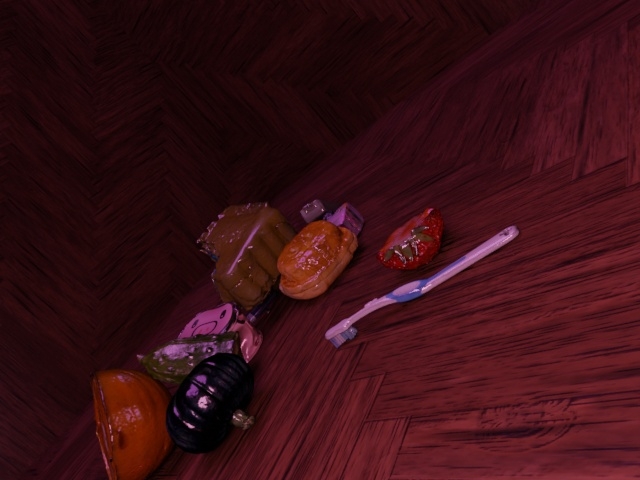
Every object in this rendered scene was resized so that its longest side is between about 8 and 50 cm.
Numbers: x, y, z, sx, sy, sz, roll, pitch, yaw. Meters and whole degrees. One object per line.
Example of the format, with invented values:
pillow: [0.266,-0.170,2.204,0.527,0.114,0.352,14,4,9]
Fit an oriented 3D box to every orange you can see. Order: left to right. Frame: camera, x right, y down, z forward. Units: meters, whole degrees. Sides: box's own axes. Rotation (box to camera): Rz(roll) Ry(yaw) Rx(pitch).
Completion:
orange: [-0.444,0.414,1.054,0.274,0.274,0.310,-44,-13,-8]

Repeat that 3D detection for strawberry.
strawberry: [0.179,0.000,0.919,0.146,0.082,0.187,-30,11,25]

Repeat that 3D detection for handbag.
handbag: [-0.262,0.259,1.235,0.205,0.116,0.179,-23,27,27]

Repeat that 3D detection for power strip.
power strip: [0.013,-0.090,1.550,0.078,0.052,0.272,-36,-10,16]

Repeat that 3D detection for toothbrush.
toothbrush: [0.158,0.080,0.807,0.386,0.040,0.040,-37,14,23]

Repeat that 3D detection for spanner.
spanner: [-0.235,0.259,1.354,0.087,0.024,0.316,8,52,50]

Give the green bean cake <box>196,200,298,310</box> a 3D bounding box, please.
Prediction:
green bean cake: [-0.223,0.054,1.381,0.310,0.202,0.285,7,56,48]

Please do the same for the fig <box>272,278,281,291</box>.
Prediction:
fig: [-0.178,0.143,1.484,0.166,0.093,0.093,-40,13,-4]

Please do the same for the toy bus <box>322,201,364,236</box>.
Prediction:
toy bus: [0.000,0.000,1.425,0.274,0.090,0.112,-36,22,32]

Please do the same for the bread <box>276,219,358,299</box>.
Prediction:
bread: [-0.013,0.048,1.230,0.236,0.120,0.198,-50,24,-17]

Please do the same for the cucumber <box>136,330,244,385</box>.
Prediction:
cucumber: [-0.300,0.275,1.087,0.244,0.134,0.134,0,19,2]

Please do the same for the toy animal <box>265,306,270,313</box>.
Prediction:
toy animal: [-0.260,0.266,1.426,0.253,0.070,0.079,-31,48,-2]

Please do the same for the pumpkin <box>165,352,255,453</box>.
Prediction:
pumpkin: [-0.209,0.309,0.912,0.194,0.150,0.194,-37,3,3]
